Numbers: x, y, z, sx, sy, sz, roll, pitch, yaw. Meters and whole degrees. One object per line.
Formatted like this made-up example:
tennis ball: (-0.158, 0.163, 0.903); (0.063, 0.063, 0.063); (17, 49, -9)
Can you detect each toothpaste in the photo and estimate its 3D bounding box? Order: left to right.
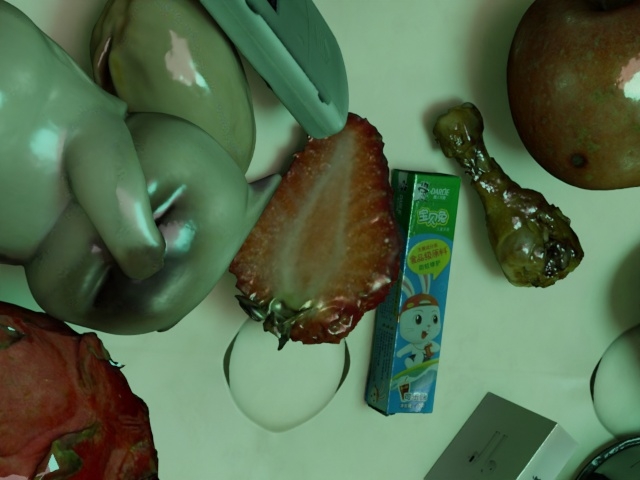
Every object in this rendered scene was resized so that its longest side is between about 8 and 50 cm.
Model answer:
toothpaste: (0.100, 0.057, 1.450); (0.065, 0.050, 0.267); (3, 97, -26)

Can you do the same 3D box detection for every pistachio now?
pistachio: (-0.135, -0.147, 1.239); (0.144, 0.144, 0.215); (-35, 123, -19)

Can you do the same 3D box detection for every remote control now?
remote control: (-0.056, -0.223, 1.238); (0.296, 0.056, 0.140); (49, 30, -46)

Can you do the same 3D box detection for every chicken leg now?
chicken leg: (0.205, -0.046, 1.473); (0.087, 0.107, 0.251); (-28, 110, 25)

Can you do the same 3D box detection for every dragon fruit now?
dragon fruit: (-0.287, 0.198, 1.134); (0.296, 0.295, 0.302); (-49, 115, -12)

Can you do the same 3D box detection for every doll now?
doll: (-0.228, -0.056, 1.098); (0.370, 0.226, 0.215); (32, 100, -15)

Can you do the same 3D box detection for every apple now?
apple: (0.321, -0.165, 1.427); (0.253, 0.253, 0.254); (-6, 102, -28)

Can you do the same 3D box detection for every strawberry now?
strawberry: (0.006, 0.004, 1.367); (0.175, 0.107, 0.236); (42, 75, 10)

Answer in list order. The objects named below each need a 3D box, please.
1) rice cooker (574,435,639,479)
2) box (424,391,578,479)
rice cooker: (0.421, 0.361, 1.583); (0.241, 0.227, 0.281); (25, 90, -8)
box: (0.204, 0.252, 1.497); (0.051, 0.130, 0.129); (45, 77, -27)
